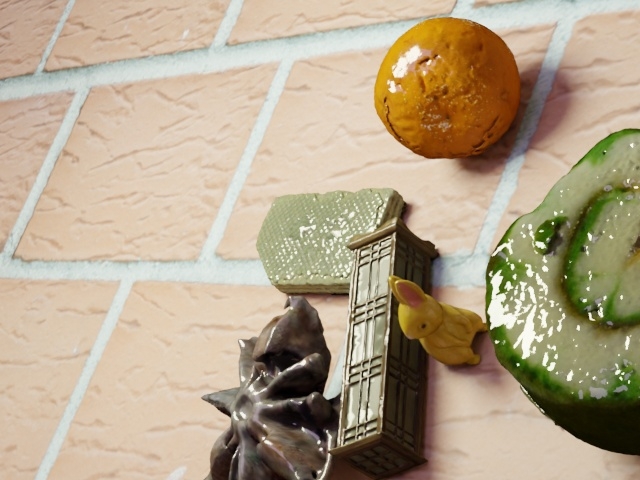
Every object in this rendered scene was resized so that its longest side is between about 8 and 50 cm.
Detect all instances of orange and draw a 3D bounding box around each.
[{"bbox_3d":[0.165,-0.200,2.230,0.193,0.193,0.161,-34,15,26],"label":"orange"}]

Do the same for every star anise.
[{"bbox_3d":[-0.051,0.250,2.164,0.316,0.139,0.359,3,75,64],"label":"star anise"}]

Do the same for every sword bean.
[{"bbox_3d":[0.251,0.188,1.955,0.012,0.012,0.083,-51,37,5],"label":"sword bean"}]

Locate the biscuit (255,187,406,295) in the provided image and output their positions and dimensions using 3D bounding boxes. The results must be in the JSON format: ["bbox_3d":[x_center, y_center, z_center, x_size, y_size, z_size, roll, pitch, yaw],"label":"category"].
[{"bbox_3d":[0.000,0.000,2.360,0.252,0.052,0.150,-1,61,49],"label":"biscuit"}]

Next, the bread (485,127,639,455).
[{"bbox_3d":[0.361,0.043,1.801,0.382,0.129,0.366,-3,52,35],"label":"bread"}]

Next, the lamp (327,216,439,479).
[{"bbox_3d":[0.081,0.132,2.129,0.090,0.089,0.325,-25,44,36],"label":"lamp"}]

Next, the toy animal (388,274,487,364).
[{"bbox_3d":[0.125,0.093,2.049,0.083,0.159,0.070,-5,59,40],"label":"toy animal"}]
